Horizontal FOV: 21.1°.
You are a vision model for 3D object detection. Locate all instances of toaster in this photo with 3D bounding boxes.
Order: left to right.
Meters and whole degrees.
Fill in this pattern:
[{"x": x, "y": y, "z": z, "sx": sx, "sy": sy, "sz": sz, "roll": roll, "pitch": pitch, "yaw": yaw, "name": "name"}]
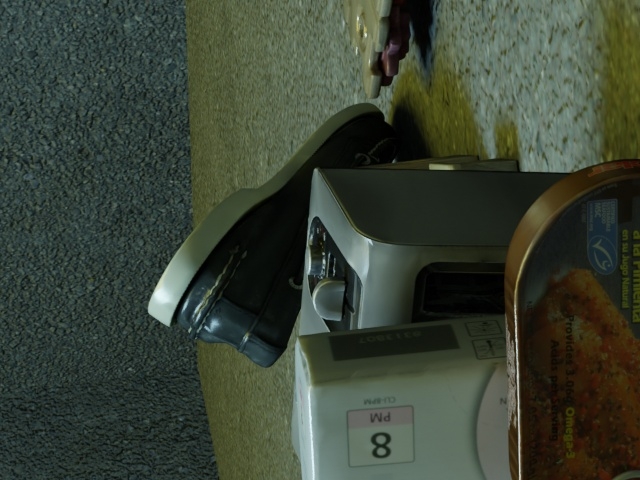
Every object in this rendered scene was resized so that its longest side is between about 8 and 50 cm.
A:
[{"x": 0.080, "y": 0.056, "z": 0.885, "sx": 0.110, "sy": 0.185, "sz": 0.168, "roll": -110, "pitch": 24, "yaw": -64, "name": "toaster"}]

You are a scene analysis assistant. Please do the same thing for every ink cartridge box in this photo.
[{"x": 0.089, "y": 0.145, "z": 0.834, "sx": 0.066, "sy": 0.189, "sz": 0.232, "roll": -107, "pitch": 13, "yaw": -67, "name": "ink cartridge box"}]

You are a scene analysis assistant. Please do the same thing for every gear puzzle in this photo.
[{"x": 0.054, "y": -0.275, "z": 1.207, "sx": 0.339, "sy": 0.044, "sz": 0.175, "roll": 97, "pitch": 165, "yaw": -48, "name": "gear puzzle"}]

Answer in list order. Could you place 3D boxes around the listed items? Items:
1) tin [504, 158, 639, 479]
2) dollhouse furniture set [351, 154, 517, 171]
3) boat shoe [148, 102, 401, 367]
[{"x": 0.134, "y": 0.056, "z": 0.746, "sx": 0.040, "sy": 0.106, "sz": 0.190, "roll": -99, "pitch": 6, "yaw": -70, "name": "tin"}, {"x": 0.070, "y": 0.040, "z": 1.137, "sx": 0.161, "sy": 0.101, "sz": 0.182, "roll": -161, "pitch": 64, "yaw": -80, "name": "dollhouse furniture set"}, {"x": 0.002, "y": -0.003, "z": 1.285, "sx": 0.127, "sy": 0.113, "sz": 0.340, "roll": -60, "pitch": -10, "yaw": 27, "name": "boat shoe"}]
